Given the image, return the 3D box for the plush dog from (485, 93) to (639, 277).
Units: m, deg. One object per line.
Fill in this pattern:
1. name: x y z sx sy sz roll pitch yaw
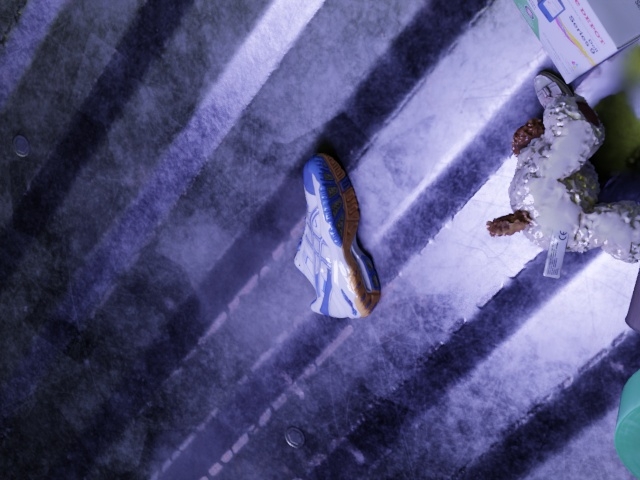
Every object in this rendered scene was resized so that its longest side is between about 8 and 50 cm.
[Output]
1. plush dog: 0.347 -0.065 1.699 0.211 0.225 0.262 -29 92 12

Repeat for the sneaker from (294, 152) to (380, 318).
1. sneaker: 0.000 0.000 1.984 0.131 0.112 0.296 -6 104 32

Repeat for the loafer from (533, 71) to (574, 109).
1. loafer: 0.364 -0.200 1.746 0.045 0.039 0.125 -36 88 35

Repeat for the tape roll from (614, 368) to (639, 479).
1. tape roll: 0.597 0.286 1.687 0.321 0.077 0.321 13 141 11

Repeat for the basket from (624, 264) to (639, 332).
1. basket: 0.547 0.022 1.664 0.204 0.154 0.226 10 109 34

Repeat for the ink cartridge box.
1. ink cartridge box: 0.367 -0.322 1.594 0.093 0.212 0.154 -33 90 -9
